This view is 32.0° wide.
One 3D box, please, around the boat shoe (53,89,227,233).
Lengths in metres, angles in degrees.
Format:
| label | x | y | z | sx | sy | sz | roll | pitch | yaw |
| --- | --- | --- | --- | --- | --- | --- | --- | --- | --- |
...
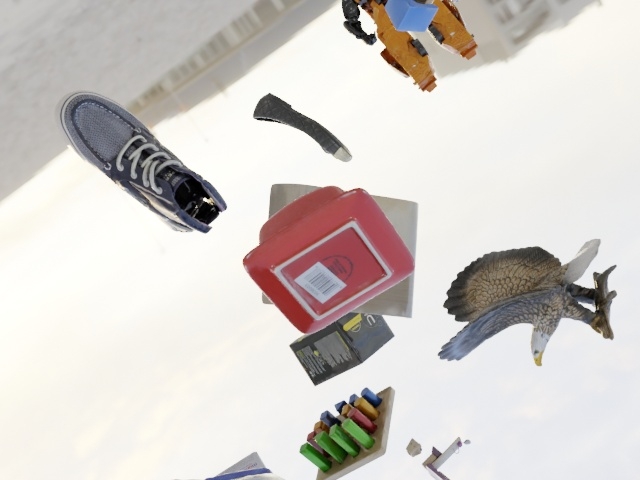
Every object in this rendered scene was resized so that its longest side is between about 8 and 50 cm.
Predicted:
| label | x | y | z | sx | sy | sz | roll | pitch | yaw |
| --- | --- | --- | --- | --- | --- | --- | --- | --- | --- |
| boat shoe | -0.302 | -0.138 | 1.941 | 0.127 | 0.340 | 0.158 | -56 | -152 | -14 |

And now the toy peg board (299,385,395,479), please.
| label | x | y | z | sx | sy | sz | roll | pitch | yaw |
| --- | --- | --- | --- | --- | --- | --- | --- | --- | --- |
| toy peg board | 0.043 | 0.334 | 2.007 | 0.161 | 0.079 | 0.161 | -34 | -156 | 31 |

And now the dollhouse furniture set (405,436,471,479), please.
| label | x | y | z | sx | sy | sz | roll | pitch | yaw |
| --- | --- | --- | --- | --- | --- | --- | --- | --- | --- |
| dollhouse furniture set | 0.203 | 0.355 | 1.797 | 0.081 | 0.114 | 0.091 | -42 | -127 | -16 |

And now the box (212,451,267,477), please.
| label | x | y | z | sx | sy | sz | roll | pitch | yaw |
| --- | --- | --- | --- | --- | --- | --- | --- | --- | --- |
| box | -0.155 | 0.529 | 1.876 | 0.262 | 0.127 | 0.231 | -31 | -132 | -9 |

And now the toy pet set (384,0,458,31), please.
| label | x | y | z | sx | sy | sz | roll | pitch | yaw |
| --- | --- | --- | --- | --- | --- | --- | --- | --- | --- |
| toy pet set | 0.121 | -0.324 | 1.395 | 0.065 | 0.122 | 0.114 | -58 | 179 | -43 |

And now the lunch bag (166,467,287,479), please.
| label | x | y | z | sx | sy | sz | roll | pitch | yaw |
| --- | --- | --- | --- | --- | --- | --- | --- | --- | --- |
| lunch bag | -0.059 | 0.498 | 1.320 | 0.239 | 0.386 | 0.328 | 0 | -178 | -31 |

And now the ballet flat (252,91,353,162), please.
| label | x | y | z | sx | sy | sz | roll | pitch | yaw |
| --- | --- | --- | --- | --- | --- | --- | --- | --- | --- |
| ballet flat | -0.025 | -0.165 | 1.708 | 0.049 | 0.173 | 0.057 | -57 | 168 | 2 |

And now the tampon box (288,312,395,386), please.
| label | x | y | z | sx | sy | sz | roll | pitch | yaw |
| --- | --- | --- | --- | --- | --- | --- | --- | --- | --- |
| tampon box | 0.042 | 0.201 | 2.235 | 0.161 | 0.101 | 0.120 | -32 | -178 | 44 |

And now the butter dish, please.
| label | x | y | z | sx | sy | sz | roll | pitch | yaw |
| --- | --- | --- | --- | --- | --- | --- | --- | --- | --- |
| butter dish | 0.000 | 0.000 | 1.254 | 0.160 | 0.160 | 0.118 | -32 | -137 | 7 |

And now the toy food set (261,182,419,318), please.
| label | x | y | z | sx | sy | sz | roll | pitch | yaw |
| --- | --- | --- | --- | --- | --- | --- | --- | --- | --- |
| toy food set | 0.044 | 0.023 | 2.057 | 0.306 | 0.220 | 0.092 | 7 | 174 | -27 |

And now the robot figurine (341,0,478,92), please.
| label | x | y | z | sx | sy | sz | roll | pitch | yaw |
| --- | --- | --- | --- | --- | --- | --- | --- | --- | --- |
| robot figurine | 0.171 | -0.438 | 2.219 | 0.211 | 0.291 | 0.085 | -39 | 152 | 7 |

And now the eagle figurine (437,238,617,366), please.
| label | x | y | z | sx | sy | sz | roll | pitch | yaw |
| --- | --- | --- | --- | --- | --- | --- | --- | --- | --- |
| eagle figurine | 0.355 | 0.113 | 1.933 | 0.298 | 0.225 | 0.226 | 5 | 162 | 10 |
